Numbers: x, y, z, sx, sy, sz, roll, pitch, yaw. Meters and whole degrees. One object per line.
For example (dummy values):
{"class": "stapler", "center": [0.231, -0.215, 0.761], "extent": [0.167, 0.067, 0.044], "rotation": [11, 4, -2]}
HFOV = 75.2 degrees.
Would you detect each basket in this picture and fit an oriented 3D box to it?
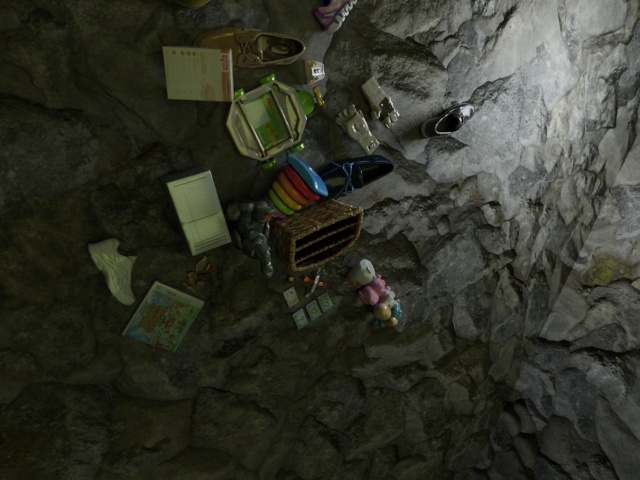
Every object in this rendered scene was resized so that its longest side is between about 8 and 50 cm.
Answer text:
{"class": "basket", "center": [0.000, 0.000, 1.524], "extent": [0.300, 0.223, 0.213], "rotation": [-24, 115, -22]}

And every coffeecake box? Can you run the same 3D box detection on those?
{"class": "coffeecake box", "center": [-0.352, -0.487, 1.215], "extent": [0.186, 0.068, 0.142], "rotation": [0, 119, -7]}

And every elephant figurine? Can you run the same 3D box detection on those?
{"class": "elephant figurine", "center": [-0.229, -0.014, 1.371], "extent": [0.170, 0.186, 0.239], "rotation": [-2, 106, 10]}

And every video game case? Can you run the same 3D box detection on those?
{"class": "video game case", "center": [-0.536, 0.262, 1.429], "extent": [0.193, 0.023, 0.212], "rotation": [32, 89, -32]}

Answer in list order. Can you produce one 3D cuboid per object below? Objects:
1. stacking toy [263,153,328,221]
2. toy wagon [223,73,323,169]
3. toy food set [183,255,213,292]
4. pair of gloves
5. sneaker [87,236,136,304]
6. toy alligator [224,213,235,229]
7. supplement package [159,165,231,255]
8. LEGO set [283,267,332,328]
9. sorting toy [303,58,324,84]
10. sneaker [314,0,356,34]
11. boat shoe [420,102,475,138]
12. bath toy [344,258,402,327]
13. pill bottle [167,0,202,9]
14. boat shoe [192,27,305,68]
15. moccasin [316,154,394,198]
{"class": "stacking toy", "center": [-0.136, -0.140, 1.459], "extent": [0.302, 0.166, 0.175], "rotation": [-42, 79, 11]}
{"class": "toy wagon", "center": [-0.147, -0.416, 1.403], "extent": [0.345, 0.068, 0.267], "rotation": [-33, 119, -17]}
{"class": "toy food set", "center": [-0.421, 0.119, 1.451], "extent": [0.122, 0.019, 0.078], "rotation": [-51, 123, -15]}
{"class": "pair of gloves", "center": [0.183, -0.472, 1.580], "extent": [0.204, 0.042, 0.240], "rotation": [41, 80, -28]}
{"class": "sneaker", "center": [-0.619, 0.095, 1.295], "extent": [0.115, 0.090, 0.231], "rotation": [-28, 118, -23]}
{"class": "toy alligator", "center": [-0.267, -0.028, 1.473], "extent": [0.189, 0.056, 0.051], "rotation": [56, 39, -14]}
{"class": "supplement package", "center": [-0.397, -0.097, 1.326], "extent": [0.139, 0.134, 0.243], "rotation": [-21, 114, -22]}
{"class": "LEGO set", "center": [-0.047, 0.222, 1.668], "extent": [0.183, 0.060, 0.244], "rotation": [-30, 117, -22]}
{"class": "sorting toy", "center": [-0.016, -0.588, 1.443], "extent": [0.075, 0.045, 0.083], "rotation": [-26, 118, -41]}
{"class": "sneaker", "center": [0.064, -0.812, 1.383], "extent": [0.105, 0.095, 0.236], "rotation": [34, 88, -25]}
{"class": "boat shoe", "center": [0.553, -0.500, 1.745], "extent": [0.286, 0.092, 0.102], "rotation": [-25, 116, -20]}
{"class": "bath toy", "center": [0.224, 0.232, 1.784], "extent": [0.129, 0.151, 0.348], "rotation": [-25, 122, 20]}
{"class": "pill bottle", "center": [-0.319, -0.720, 1.054], "extent": [0.188, 0.334, 0.187], "rotation": [-9, 110, -27]}
{"class": "boat shoe", "center": [-0.216, -0.597, 1.281], "extent": [0.342, 0.110, 0.121], "rotation": [-15, 112, -23]}
{"class": "moccasin", "center": [0.125, -0.257, 1.572], "extent": [0.342, 0.117, 0.137], "rotation": [-27, 117, -19]}
